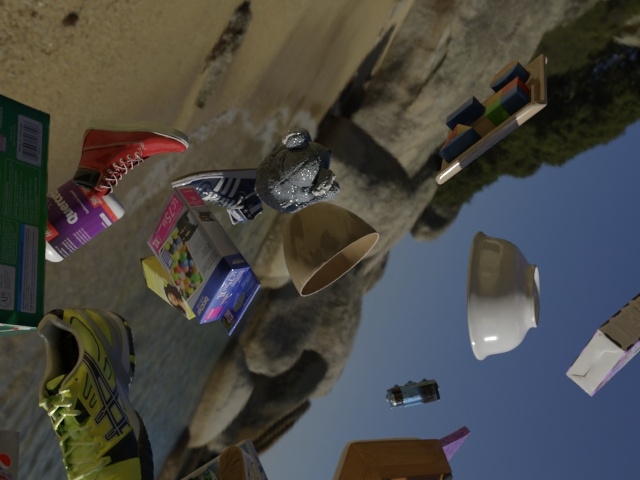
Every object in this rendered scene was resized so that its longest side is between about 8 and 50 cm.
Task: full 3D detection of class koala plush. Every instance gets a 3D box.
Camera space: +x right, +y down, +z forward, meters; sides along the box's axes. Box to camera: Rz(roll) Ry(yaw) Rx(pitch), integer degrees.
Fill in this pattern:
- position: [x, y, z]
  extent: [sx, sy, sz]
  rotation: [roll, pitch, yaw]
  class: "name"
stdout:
- position: [-0.044, -0.170, 1.830]
  extent: [0.203, 0.196, 0.221]
  rotation: [-30, -178, -23]
  class: "koala plush"

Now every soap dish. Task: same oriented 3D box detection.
- position: [0.117, 0.524, 1.449]
  extent: [0.118, 0.229, 0.291]
  rotation: [30, -74, 51]
  class: "soap dish"

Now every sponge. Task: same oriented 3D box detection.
- position: [0.367, 0.637, 2.283]
  extent: [0.117, 0.031, 0.210]
  rotation: [-19, 146, -29]
  class: "sponge"

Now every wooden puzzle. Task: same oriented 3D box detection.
- position: [0.417, -0.321, 1.895]
  extent: [0.322, 0.080, 0.348]
  rotation: [-39, -167, 34]
  class: "wooden puzzle"

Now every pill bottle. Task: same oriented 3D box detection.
- position: [-0.765, -0.061, 2.277]
  extent: [0.323, 0.181, 0.181]
  rotation: [-38, 173, -11]
  class: "pill bottle"

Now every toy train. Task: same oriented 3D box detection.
- position: [0.309, 0.510, 2.529]
  extent: [0.105, 0.184, 0.080]
  rotation: [82, -4, -87]
  class: "toy train"

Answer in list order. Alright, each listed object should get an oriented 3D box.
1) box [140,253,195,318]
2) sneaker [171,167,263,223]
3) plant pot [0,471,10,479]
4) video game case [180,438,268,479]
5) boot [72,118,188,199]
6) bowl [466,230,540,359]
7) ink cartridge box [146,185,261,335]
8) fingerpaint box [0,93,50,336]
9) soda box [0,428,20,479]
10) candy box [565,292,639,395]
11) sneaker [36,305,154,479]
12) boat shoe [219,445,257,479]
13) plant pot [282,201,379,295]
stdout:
- position: [-0.375, 0.111, 1.927]
  extent: [0.058, 0.232, 0.087]
  rotation: [-24, 122, -31]
  class: "box"
- position: [-0.276, -0.118, 2.116]
  extent: [0.099, 0.282, 0.153]
  rotation: [-7, -89, 51]
  class: "sneaker"
- position: [-0.729, 0.463, 1.364]
  extent: [0.272, 0.265, 0.272]
  rotation: [24, 90, -83]
  class: "plant pot"
- position: [-0.257, 0.756, 2.092]
  extent: [0.329, 0.300, 0.036]
  rotation: [-36, 158, 23]
  class: "video game case"
- position: [-0.410, -0.165, 1.636]
  extent: [0.088, 0.244, 0.176]
  rotation: [60, 36, -66]
  class: "boot"
- position: [0.426, 0.125, 1.733]
  extent: [0.298, 0.134, 0.298]
  rotation: [-1, 90, -69]
  class: "bowl"
- position: [-0.268, 0.047, 1.708]
  extent: [0.065, 0.311, 0.186]
  rotation: [-12, 145, -48]
  class: "ink cartridge box"
- position: [-0.727, -0.027, 1.500]
  extent: [0.163, 0.371, 0.445]
  rotation: [21, 62, -57]
  class: "fingerpaint box"
- position: [-0.863, 0.651, 2.009]
  extent: [0.098, 0.091, 0.286]
  rotation: [-41, -134, 34]
  class: "soda box"
- position: [0.605, 0.200, 1.530]
  extent: [0.196, 0.070, 0.165]
  rotation: [-29, 150, -31]
  class: "candy box"
- position: [-0.365, 0.281, 1.169]
  extent: [0.145, 0.385, 0.147]
  rotation: [-32, 150, 21]
  class: "sneaker"
- position: [-0.178, 0.632, 1.803]
  extent: [0.098, 0.096, 0.277]
  rotation: [-23, -128, 25]
  class: "boat shoe"
- position: [0.000, 0.000, 2.197]
  extent: [0.284, 0.191, 0.284]
  rotation: [-36, 165, -11]
  class: "plant pot"
